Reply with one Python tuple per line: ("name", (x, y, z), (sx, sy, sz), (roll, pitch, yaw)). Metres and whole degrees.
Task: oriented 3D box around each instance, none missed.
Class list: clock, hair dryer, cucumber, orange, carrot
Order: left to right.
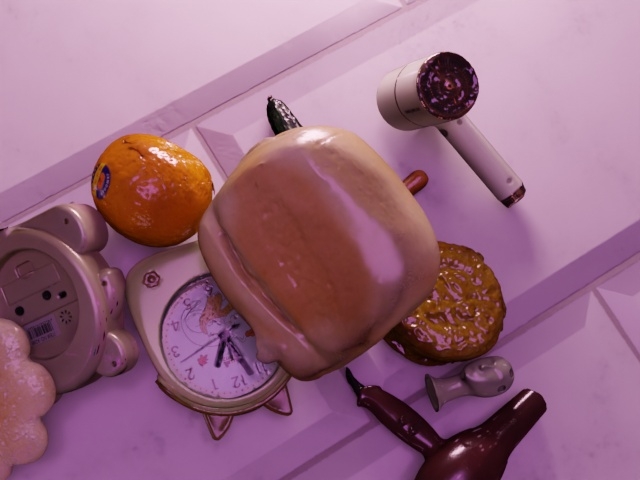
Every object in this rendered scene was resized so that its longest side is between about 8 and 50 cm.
("clock", (-0.465, 0.116, 1.696), (0.284, 0.114, 0.309), (-24, 87, 15))
("orange", (-0.300, -0.088, 1.753), (0.219, 0.219, 0.193), (13, 111, -3))
("clock", (-0.175, 0.169, 1.753), (0.286, 0.117, 0.348), (-17, 80, -10))
("cucumber", (-0.023, -0.155, 1.872), (0.068, 0.067, 0.293), (-35, 82, -12))
("carrot", (0.130, -0.072, 1.880), (0.190, 0.037, 0.037), (-38, 83, -11))
("hair dryer", (0.201, 0.312, 1.782), (0.340, 0.123, 0.312), (39, 65, 15))
("hair dryer", (0.275, -0.192, 1.866), (0.128, 0.203, 0.362), (-46, 104, -14))

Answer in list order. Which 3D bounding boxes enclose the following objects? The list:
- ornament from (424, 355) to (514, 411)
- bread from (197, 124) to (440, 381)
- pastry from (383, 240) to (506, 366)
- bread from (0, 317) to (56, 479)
("ornament", (0.269, 0.250, 1.747), (0.156, 0.081, 0.074), (-12, 49, -10))
("bread", (0.000, 0.000, 1.616), (0.376, 0.253, 0.348), (49, 120, 7))
("pastry", (0.222, 0.109, 1.793), (0.240, 0.132, 0.235), (23, 74, -6))
("bread", (-0.592, 0.270, 1.662), (0.316, 0.054, 0.315), (1, 93, 16))
